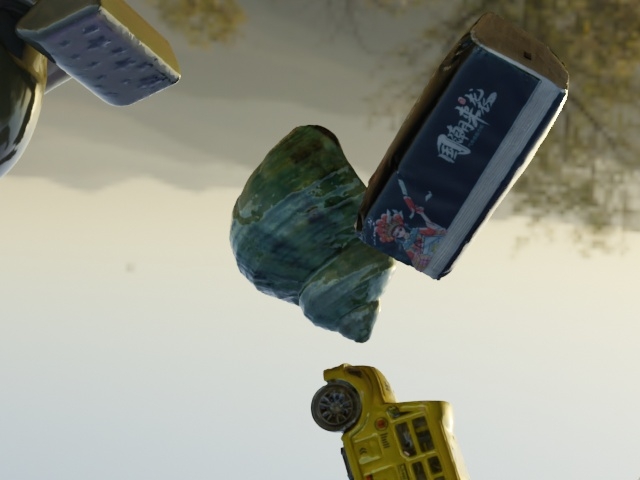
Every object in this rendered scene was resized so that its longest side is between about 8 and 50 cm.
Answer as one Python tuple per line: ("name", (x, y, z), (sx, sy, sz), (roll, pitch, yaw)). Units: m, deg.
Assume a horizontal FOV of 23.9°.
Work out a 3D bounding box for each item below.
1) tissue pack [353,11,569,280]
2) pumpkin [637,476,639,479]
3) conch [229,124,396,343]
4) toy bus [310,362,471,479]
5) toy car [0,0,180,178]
("tissue pack", (0.101, -0.068, 1.078), (0.090, 0.170, 0.103), (32, -157, -2))
("pumpkin", (0.377, 0.304, 1.262), (0.300, 0.300, 0.207), (2, 157, -35))
("conch", (-0.003, -0.001, 1.405), (0.176, 0.188, 0.122), (-27, -156, 41))
("toy bus", (0.105, 0.292, 1.767), (0.152, 0.330, 0.144), (-20, 163, 11))
("toy car", (-0.307, -0.108, 1.160), (0.226, 0.336, 0.242), (45, -178, 21))
